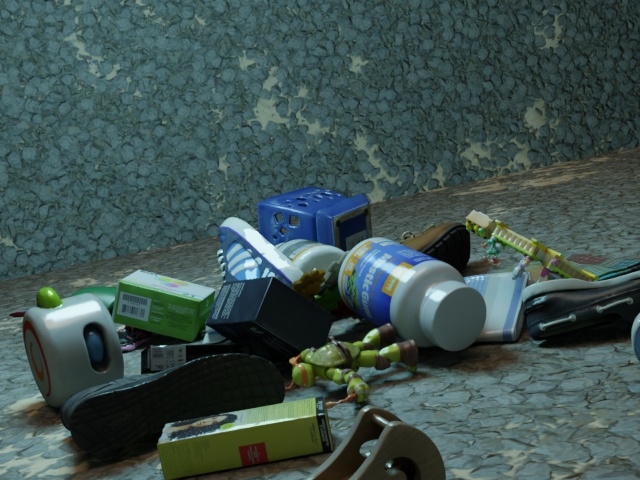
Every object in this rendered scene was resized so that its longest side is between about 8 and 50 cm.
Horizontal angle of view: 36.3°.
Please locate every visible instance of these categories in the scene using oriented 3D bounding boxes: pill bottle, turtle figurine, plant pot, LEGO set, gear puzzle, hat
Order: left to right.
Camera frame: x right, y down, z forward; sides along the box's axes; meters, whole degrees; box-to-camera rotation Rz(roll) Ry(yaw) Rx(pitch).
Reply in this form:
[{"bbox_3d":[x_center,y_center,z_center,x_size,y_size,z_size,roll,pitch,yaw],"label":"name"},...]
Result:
[{"bbox_3d":[-0.549,0.122,2.209,0.208,0.183,0.173,-49,-4,-44],"label":"hat"},{"bbox_3d":[-0.032,0.080,2.144,0.162,0.162,0.278,-13,8,-17],"label":"pill bottle"},{"bbox_3d":[0.000,0.000,2.415,0.212,0.236,0.236,5,16,35],"label":"plant pot"},{"bbox_3d":[0.033,0.193,1.585,0.217,0.087,0.269,-14,10,-25],"label":"turtle figurine"},{"bbox_3d":[0.056,0.090,1.856,0.175,0.044,0.339,-51,-30,20],"label":"gear puzzle"},{"bbox_3d":[0.160,0.096,1.697,0.152,0.152,0.272,-15,20,-26],"label":"pill bottle"},{"bbox_3d":[0.369,0.057,1.732,0.287,0.107,0.132,30,2,5],"label":"LEGO set"}]

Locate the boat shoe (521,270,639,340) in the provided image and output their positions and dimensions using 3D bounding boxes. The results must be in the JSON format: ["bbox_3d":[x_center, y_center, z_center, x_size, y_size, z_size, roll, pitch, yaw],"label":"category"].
[{"bbox_3d":[0.489,0.109,1.611,0.302,0.091,0.114,-10,-23,13],"label":"boat shoe"}]

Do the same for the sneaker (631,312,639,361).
[{"bbox_3d":[0.593,0.132,1.269,0.350,0.131,0.148,-14,15,13],"label":"sneaker"}]

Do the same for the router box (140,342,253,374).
[{"bbox_3d":[-0.218,0.207,1.708,0.179,0.046,0.133,0,-10,-17],"label":"router box"}]

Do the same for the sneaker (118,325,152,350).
[{"bbox_3d":[-0.407,0.202,2.134,0.047,0.057,0.119,-10,8,17],"label":"sneaker"}]

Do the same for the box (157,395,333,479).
[{"bbox_3d":[-0.102,0.271,1.345,0.232,0.058,0.087,-10,9,-1],"label":"box"}]

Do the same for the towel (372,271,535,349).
[{"bbox_3d":[0.240,0.132,1.786,0.285,0.034,0.209,-8,27,24],"label":"towel"}]

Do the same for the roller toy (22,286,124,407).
[{"bbox_3d":[-0.444,0.199,1.775,0.146,0.209,0.191,-15,49,-29],"label":"roller toy"}]

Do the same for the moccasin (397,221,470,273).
[{"bbox_3d":[0.217,0.047,2.202,0.147,0.139,0.380,8,28,38],"label":"moccasin"}]

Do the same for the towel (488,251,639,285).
[{"bbox_3d":[0.442,0.082,1.985,0.370,0.040,0.271,-14,11,-26],"label":"towel"}]

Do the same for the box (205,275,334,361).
[{"bbox_3d":[-0.089,0.143,1.729,0.156,0.093,0.158,35,-26,-30],"label":"box"}]

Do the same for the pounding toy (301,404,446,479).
[{"bbox_3d":[0.055,0.258,0.937,0.269,0.154,0.155,-14,9,-19],"label":"pounding toy"}]

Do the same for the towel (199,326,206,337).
[{"bbox_3d":[-0.177,0.183,2.124,0.152,0.023,0.113,-11,6,11],"label":"towel"}]

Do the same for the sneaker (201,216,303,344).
[{"bbox_3d":[-0.178,0.103,1.962,0.236,0.130,0.323,-44,44,-9],"label":"sneaker"}]

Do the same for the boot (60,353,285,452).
[{"bbox_3d":[-0.241,0.241,1.550,0.338,0.118,0.222,-6,0,-16],"label":"boot"}]

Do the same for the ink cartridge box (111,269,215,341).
[{"bbox_3d":[-0.331,0.130,2.190,0.188,0.097,0.255,13,12,7],"label":"ink cartridge box"}]
